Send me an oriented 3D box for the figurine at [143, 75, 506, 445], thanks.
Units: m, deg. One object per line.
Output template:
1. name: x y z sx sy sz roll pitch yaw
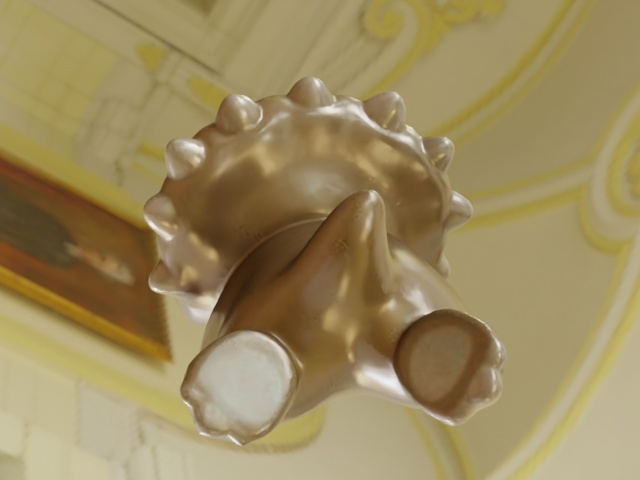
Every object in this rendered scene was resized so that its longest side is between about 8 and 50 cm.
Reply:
1. figurine: -0.004 0.000 0.736 0.247 0.177 0.173 -10 95 -86
